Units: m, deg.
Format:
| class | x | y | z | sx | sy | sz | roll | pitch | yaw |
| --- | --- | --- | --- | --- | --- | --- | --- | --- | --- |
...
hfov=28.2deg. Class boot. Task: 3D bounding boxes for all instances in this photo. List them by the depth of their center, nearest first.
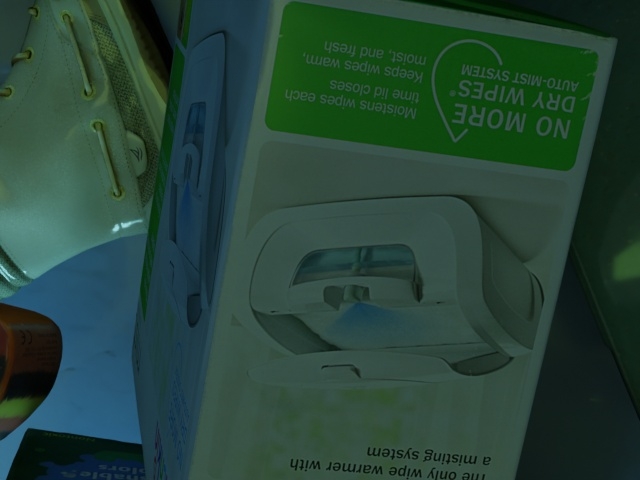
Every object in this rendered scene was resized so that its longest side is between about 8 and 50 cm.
| class | x | y | z | sx | sy | sz | roll | pitch | yaw |
| --- | --- | --- | --- | --- | --- | --- | --- | --- | --- |
| boot | -0.163 | -0.084 | 0.683 | 0.165 | 0.077 | 0.213 | -24 | 99 | 7 |

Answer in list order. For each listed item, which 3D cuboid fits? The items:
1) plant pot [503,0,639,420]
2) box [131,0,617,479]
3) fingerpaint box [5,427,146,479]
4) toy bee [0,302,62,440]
| class | x | y | z | sx | sy | sz | roll | pitch | yaw |
| --- | --- | --- | --- | --- | --- | --- | --- | --- | --- |
| plant pot | 0.270 | -0.059 | 0.572 | 0.334 | 0.341 | 0.341 | -21 | 99 | 13 |
| box | 0.000 | 0.000 | 0.545 | 0.126 | 0.262 | 0.231 | 7 | 106 | -14 |
| fingerpaint box | 0.059 | 0.237 | 0.551 | 0.444 | 0.371 | 0.163 | 10 | 98 | -7 |
| toy bee | -0.283 | 0.059 | 0.666 | 0.298 | 0.195 | 0.162 | 25 | 95 | 38 |
